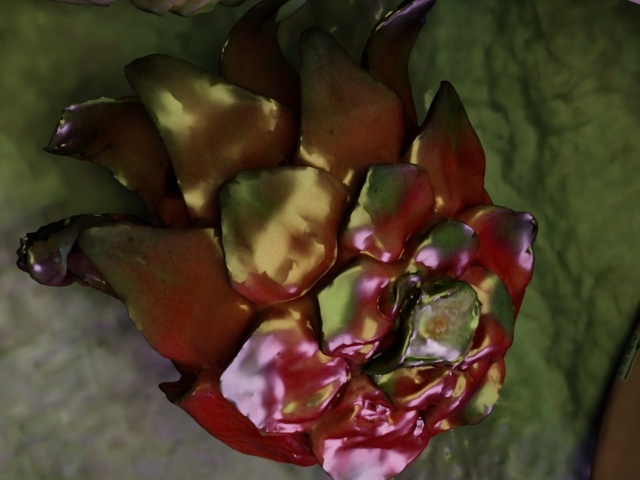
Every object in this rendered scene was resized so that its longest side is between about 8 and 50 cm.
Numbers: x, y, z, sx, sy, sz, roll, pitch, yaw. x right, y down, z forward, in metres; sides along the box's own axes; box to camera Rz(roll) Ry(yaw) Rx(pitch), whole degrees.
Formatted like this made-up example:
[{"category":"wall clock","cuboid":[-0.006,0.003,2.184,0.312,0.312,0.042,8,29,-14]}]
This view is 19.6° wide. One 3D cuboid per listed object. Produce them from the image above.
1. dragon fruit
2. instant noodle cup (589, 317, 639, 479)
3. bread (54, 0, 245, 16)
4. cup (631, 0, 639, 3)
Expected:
[{"category":"dragon fruit","cuboid":[-0.004,0.004,0.554,0.130,0.121,0.142,-13,74,-53]},{"category":"instant noodle cup","cuboid":[0.249,0.095,0.602,0.231,0.243,0.243,30,84,-27]},{"category":"bread","cuboid":[-0.099,-0.164,0.506,0.210,0.110,0.192,3,88,-21]},{"category":"cup","cuboid":[0.109,-0.162,0.447,0.274,0.253,0.253,0,95,-48]}]
